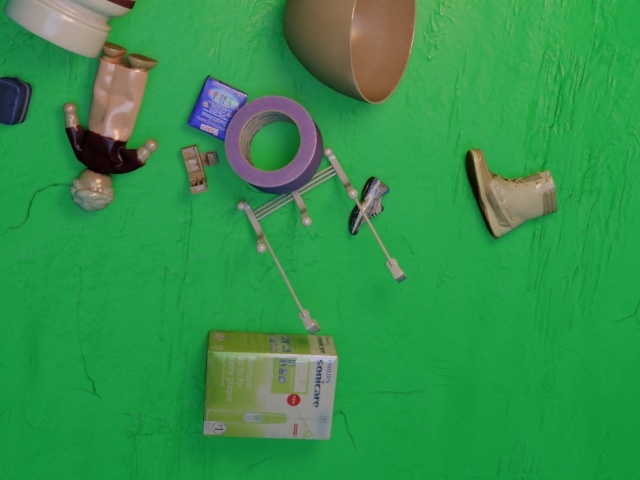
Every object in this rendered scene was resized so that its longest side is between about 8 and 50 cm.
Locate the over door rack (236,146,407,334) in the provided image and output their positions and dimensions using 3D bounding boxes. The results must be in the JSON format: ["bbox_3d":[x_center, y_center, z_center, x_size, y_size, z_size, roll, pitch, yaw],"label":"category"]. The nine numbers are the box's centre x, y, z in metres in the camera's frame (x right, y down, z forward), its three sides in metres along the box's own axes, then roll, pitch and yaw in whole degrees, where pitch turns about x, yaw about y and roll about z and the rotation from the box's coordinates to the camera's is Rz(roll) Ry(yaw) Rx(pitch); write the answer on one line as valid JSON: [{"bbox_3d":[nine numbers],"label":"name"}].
[{"bbox_3d":[0.000,0.000,1.868,0.239,0.108,0.324,-30,86,7],"label":"over door rack"}]

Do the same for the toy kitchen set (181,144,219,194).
[{"bbox_3d":[-0.244,-0.152,1.866,0.068,0.075,0.083,-15,112,-2],"label":"toy kitchen set"}]

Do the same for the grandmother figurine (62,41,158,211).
[{"bbox_3d":[-0.425,-0.213,1.825,0.208,0.104,0.342,26,107,16],"label":"grandmother figurine"}]

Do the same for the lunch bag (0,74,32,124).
[{"bbox_3d":[-0.619,-0.282,1.798,0.067,0.065,0.098,22,105,5],"label":"lunch bag"}]

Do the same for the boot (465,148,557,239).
[{"bbox_3d":[0.412,-0.124,1.938,0.165,0.077,0.213,-23,112,2],"label":"boot"}]

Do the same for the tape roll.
[{"bbox_3d":[-0.093,-0.192,1.825,0.189,0.080,0.189,-1,82,10],"label":"tape roll"}]

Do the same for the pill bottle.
[{"bbox_3d":[-0.411,-0.552,1.654,0.224,0.224,0.392,27,102,-13],"label":"pill bottle"}]

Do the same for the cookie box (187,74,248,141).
[{"bbox_3d":[-0.212,-0.270,1.852,0.092,0.040,0.107,24,103,-12],"label":"cookie box"}]

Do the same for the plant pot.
[{"bbox_3d":[0.041,-0.418,1.739,0.191,0.284,0.284,14,108,26],"label":"plant pot"}]

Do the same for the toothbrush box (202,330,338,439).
[{"bbox_3d":[-0.114,0.320,1.997,0.283,0.122,0.206,4,106,-8],"label":"toothbrush box"}]

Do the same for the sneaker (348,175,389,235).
[{"bbox_3d":[0.107,-0.066,1.940,0.058,0.052,0.135,23,103,-16],"label":"sneaker"}]
